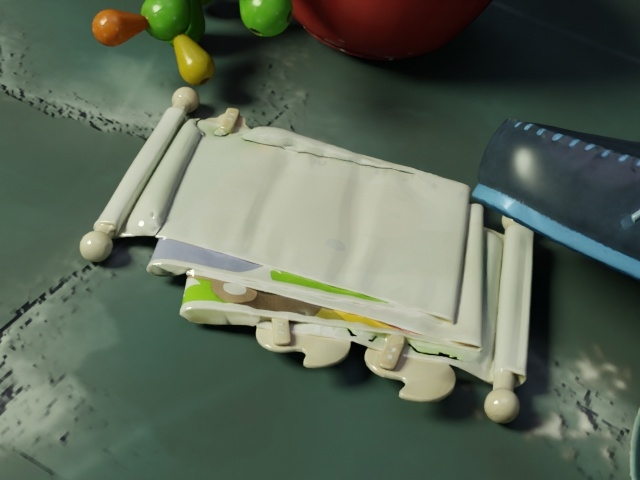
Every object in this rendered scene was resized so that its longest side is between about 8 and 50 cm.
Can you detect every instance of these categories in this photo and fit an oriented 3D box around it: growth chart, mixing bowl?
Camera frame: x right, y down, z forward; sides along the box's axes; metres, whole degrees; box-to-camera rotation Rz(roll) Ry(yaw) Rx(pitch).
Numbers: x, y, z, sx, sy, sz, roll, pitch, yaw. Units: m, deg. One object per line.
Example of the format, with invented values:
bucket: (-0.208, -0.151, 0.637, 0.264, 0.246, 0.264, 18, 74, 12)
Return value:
growth chart: (0.000, 0.000, 0.553, 0.237, 0.021, 0.172, 19, 43, 9)
mixing bowl: (0.039, -0.179, 0.692, 0.181, 0.098, 0.181, 11, 37, -8)

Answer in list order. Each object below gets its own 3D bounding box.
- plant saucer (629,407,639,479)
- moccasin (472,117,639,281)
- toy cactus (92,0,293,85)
plant saucer: (0.218, 0.126, 0.452, 0.194, 0.037, 0.195, 7, 42, -6)
moccasin: (0.247, -0.015, 0.534, 0.341, 0.117, 0.138, 15, 11, -6)
toy cactus: (-0.086, -0.201, 0.636, 0.112, 0.181, 0.219, -4, 33, -27)
